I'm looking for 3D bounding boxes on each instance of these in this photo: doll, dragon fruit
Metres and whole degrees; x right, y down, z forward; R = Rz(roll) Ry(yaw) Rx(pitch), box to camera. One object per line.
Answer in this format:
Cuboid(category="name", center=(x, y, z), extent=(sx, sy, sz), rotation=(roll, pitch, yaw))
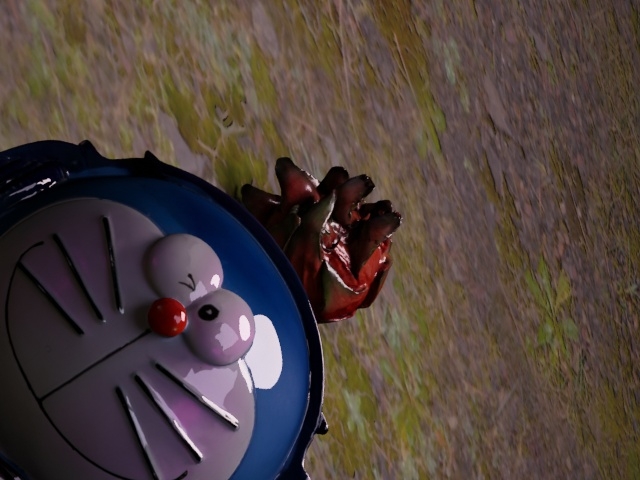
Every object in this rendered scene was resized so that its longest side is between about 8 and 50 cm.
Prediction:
Cuboid(category="doll", center=(-0.146, 0.094, 1.094), extent=(0.284, 0.310, 0.240), rotation=(50, -13, 3))
Cuboid(category="dragon fruit", center=(0.003, 0.005, 1.609), extent=(0.121, 0.130, 0.142), rotation=(56, -7, 45))

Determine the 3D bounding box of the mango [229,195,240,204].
Cuboid(category="mango", center=(-0.090, 0.040, 1.489), extent=(0.091, 0.074, 0.165), rotation=(-33, 125, -64))
